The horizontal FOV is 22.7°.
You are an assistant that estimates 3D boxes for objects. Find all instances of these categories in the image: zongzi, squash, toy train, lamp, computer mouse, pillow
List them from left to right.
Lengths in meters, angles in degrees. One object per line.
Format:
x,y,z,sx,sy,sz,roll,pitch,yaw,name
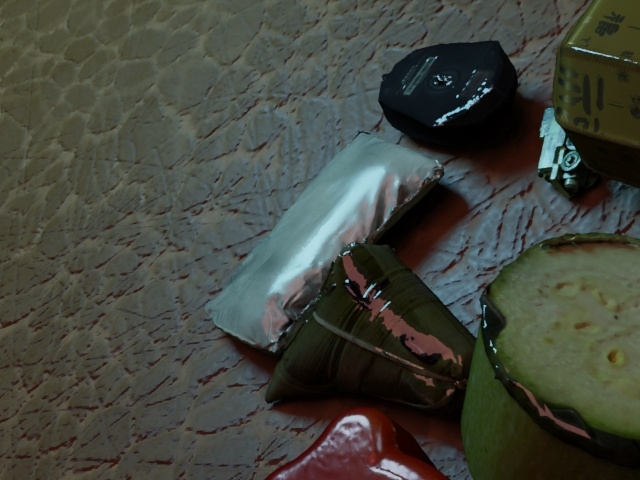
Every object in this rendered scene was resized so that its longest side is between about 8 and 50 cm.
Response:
0.000,0.000,1.377,0.229,0.051,0.128,-48,37,-7,pillow
0.049,0.121,1.262,0.189,0.081,0.178,47,117,29,zongzi
0.116,-0.127,1.400,0.099,0.057,0.172,-55,33,-11,computer mouse
0.203,-0.074,1.309,0.053,0.033,0.083,-7,54,38,toy train
0.212,0.101,1.111,0.220,0.133,0.220,-1,46,1,squash
0.277,-0.112,1.203,0.185,0.161,0.161,23,72,41,lamp

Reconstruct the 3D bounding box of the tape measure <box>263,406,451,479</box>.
0.018,0.266,1.116,0.253,0.114,0.260,-41,47,0,tape measure
